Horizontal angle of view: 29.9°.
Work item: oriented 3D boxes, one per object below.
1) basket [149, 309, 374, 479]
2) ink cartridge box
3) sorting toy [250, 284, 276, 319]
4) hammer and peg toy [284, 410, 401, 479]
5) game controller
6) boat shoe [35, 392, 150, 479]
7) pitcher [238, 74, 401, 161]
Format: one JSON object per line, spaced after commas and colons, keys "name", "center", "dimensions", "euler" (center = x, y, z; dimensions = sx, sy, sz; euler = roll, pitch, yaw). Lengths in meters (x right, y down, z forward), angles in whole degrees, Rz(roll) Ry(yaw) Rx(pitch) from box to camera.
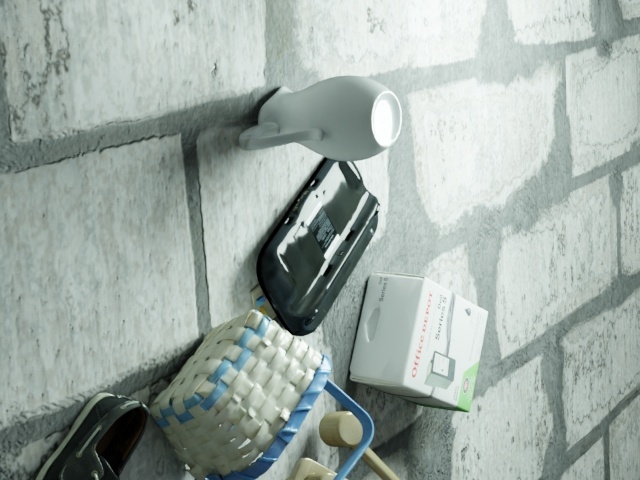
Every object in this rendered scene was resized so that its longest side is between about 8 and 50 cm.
{"name": "basket", "center": [-0.071, 0.257, 1.681], "dimensions": [0.289, 0.201, 0.255], "euler": [46, 51, -10]}
{"name": "ink cartridge box", "center": [0.182, 0.186, 2.156], "dimensions": [0.273, 0.114, 0.198], "euler": [28, 71, -54]}
{"name": "sorting toy", "center": [-0.077, 0.091, 1.850], "dimensions": [0.083, 0.012, 0.062], "euler": [-36, 122, -49]}
{"name": "hammer and peg toy", "center": [0.050, 0.463, 1.895], "dimensions": [0.266, 0.127, 0.361], "euler": [33, 63, -20]}
{"name": "game controller", "center": [0.000, 0.000, 1.914], "dimensions": [0.166, 0.067, 0.319], "euler": [55, 44, -24]}
{"name": "boat shoe", "center": [-0.293, 0.295, 1.495], "dimensions": [0.233, 0.079, 0.084], "euler": [-62, 141, -29]}
{"name": "pitcher", "center": [-0.002, -0.169, 1.758], "dimensions": [0.178, 0.207, 0.125], "euler": [-41, 126, -45]}
